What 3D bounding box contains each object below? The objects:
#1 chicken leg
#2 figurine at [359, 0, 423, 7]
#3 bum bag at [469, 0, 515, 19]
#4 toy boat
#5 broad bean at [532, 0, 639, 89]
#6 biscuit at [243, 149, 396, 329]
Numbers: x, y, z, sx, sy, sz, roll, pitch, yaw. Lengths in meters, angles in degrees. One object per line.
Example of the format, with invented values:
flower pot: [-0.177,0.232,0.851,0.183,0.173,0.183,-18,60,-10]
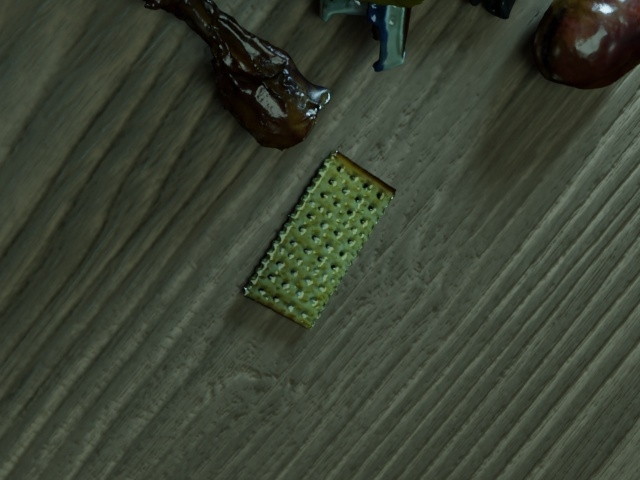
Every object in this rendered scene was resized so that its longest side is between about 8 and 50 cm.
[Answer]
chicken leg: [-0.111,-0.232,1.386,0.304,0.093,0.113,47,64,-28]
figurine: [0.063,-0.443,1.302,0.187,0.168,0.315,13,89,-5]
bum bag: [0.207,-0.375,1.506,0.248,0.060,0.123,11,99,-59]
toy boat: [0.064,-0.342,1.435,0.115,0.114,0.262,9,106,2]
broad bean: [0.407,-0.293,1.651,0.228,0.122,0.156,-16,114,-22]
biscuit: [0.000,0.000,1.580,0.139,0.016,0.231,31,91,-37]
